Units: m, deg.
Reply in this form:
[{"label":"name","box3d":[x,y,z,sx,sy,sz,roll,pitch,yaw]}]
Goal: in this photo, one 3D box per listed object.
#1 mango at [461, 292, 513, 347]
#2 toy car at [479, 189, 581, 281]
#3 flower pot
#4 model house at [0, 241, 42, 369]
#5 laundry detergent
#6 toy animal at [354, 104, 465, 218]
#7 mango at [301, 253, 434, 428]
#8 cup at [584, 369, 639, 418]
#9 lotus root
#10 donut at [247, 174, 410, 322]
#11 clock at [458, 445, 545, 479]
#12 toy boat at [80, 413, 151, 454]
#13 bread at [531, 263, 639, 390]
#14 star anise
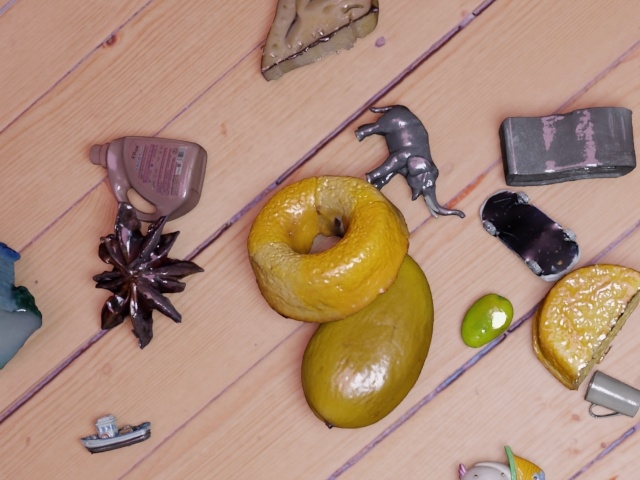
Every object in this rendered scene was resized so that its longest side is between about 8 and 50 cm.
[{"label":"mango","box3d":[0.290,0.142,1.504,0.073,0.056,0.108,39,92,23]},{"label":"toy car","box3d":[0.365,-0.012,1.510,0.095,0.056,0.205,-43,51,0]},{"label":"flower pot","box3d":[0.432,-0.162,1.510,0.229,0.103,0.108,-4,78,11]},{"label":"model house","box3d":[-0.741,0.090,1.696,0.295,0.252,0.329,-46,47,24]},{"label":"laundry detergent","box3d":[-0.352,-0.122,1.699,0.237,0.076,0.171,6,80,15]},{"label":"toy animal","box3d":[0.151,-0.135,1.581,0.137,0.082,0.269,-25,73,8]},{"label":"mango","box3d":[0.094,0.179,1.499,0.195,0.142,0.331,33,80,16]},{"label":"cup","box3d":[0.486,0.267,1.434,0.083,0.054,0.075,23,84,14]},{"label":"lotus root","box3d":[-0.012,-0.435,1.687,0.261,0.074,0.170,-20,74,10]},{"label":"donut","box3d":[0.000,0.000,1.517,0.303,0.110,0.303,-15,49,18]},{"label":"clock","box3d":[0.296,0.455,1.415,0.144,0.103,0.231,1,77,15]},{"label":"toy boat","box3d":[-0.389,0.360,1.615,0.140,0.059,0.066,-16,88,11]},{"label":"bread","box3d":[0.438,0.122,1.428,0.139,0.143,0.229,36,86,17]},{"label":"star anise","box3d":[-0.343,0.066,1.639,0.212,0.129,0.282,-11,85,17]}]
